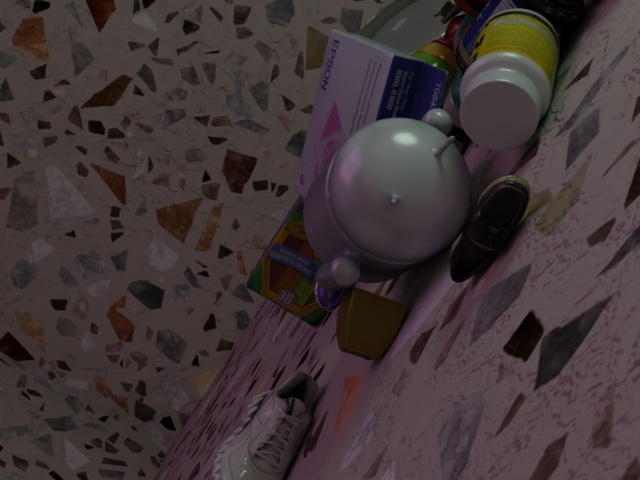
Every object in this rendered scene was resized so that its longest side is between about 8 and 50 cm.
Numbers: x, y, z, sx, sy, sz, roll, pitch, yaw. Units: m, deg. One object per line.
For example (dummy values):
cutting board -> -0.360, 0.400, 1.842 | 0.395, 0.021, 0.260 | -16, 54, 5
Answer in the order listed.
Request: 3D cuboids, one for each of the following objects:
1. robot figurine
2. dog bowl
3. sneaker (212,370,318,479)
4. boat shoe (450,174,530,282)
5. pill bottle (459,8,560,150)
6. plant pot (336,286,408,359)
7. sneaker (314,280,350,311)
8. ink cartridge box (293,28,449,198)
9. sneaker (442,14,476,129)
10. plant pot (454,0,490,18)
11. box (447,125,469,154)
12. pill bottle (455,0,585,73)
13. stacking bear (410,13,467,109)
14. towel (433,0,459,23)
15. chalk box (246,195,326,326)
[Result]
robot figurine -> 0.091, -0.052, 1.464 | 0.300, 0.199, 0.353 | -60, 5, -17
dog bowl -> 0.226, -0.445, 2.286 | 0.348, 0.102, 0.349 | -27, 31, 18
sneaker -> -0.079, 0.308, 1.589 | 0.118, 0.110, 0.292 | -45, 12, 31
boat shoe -> 0.187, -0.008, 1.138 | 0.152, 0.056, 0.049 | 113, 178, -45
pill bottle -> 0.248, -0.212, 1.354 | 0.119, 0.119, 0.208 | -55, 6, 38
plant pot -> 0.064, 0.120, 1.427 | 0.081, 0.081, 0.083 | 140, 149, -75
sneaker -> 0.047, 0.060, 2.028 | 0.170, 0.068, 0.071 | -60, 13, -11
ink cartridge box -> 0.076, -0.187, 1.837 | 0.330, 0.071, 0.324 | 39, 119, 57
sneaker -> 0.288, -0.319, 1.737 | 0.121, 0.108, 0.302 | -52, 16, 47
plant pot -> 0.299, -0.465, 1.672 | 0.174, 0.191, 0.191 | -16, 34, 40
box -> 0.212, -0.140, 1.802 | 0.116, 0.029, 0.162 | -62, 5, -35
pill bottle -> 0.299, -0.319, 1.475 | 0.219, 0.122, 0.123 | -53, 7, 41
stacking bear -> 0.233, -0.320, 1.984 | 0.289, 0.175, 0.164 | -49, -35, -12
towel -> 0.361, -0.528, 1.936 | 0.324, 0.038, 0.248 | -36, 4, 2
chalk box -> 0.000, 0.000, 2.182 | 0.289, 0.180, 0.179 | -57, 5, 27
